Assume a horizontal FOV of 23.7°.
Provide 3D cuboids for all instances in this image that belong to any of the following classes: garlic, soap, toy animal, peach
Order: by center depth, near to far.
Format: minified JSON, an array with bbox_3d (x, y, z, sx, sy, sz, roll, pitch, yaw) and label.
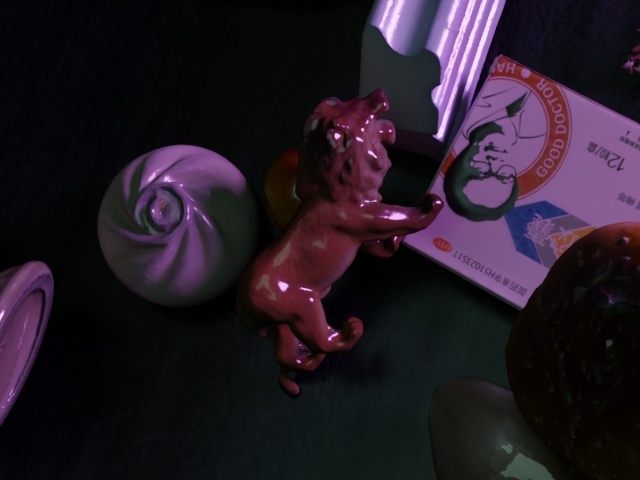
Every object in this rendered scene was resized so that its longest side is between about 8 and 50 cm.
[{"bbox_3d":[0.225,0.246,1.425,0.318,0.112,0.143,33,77,9],"label":"garlic"},{"bbox_3d":[0.000,0.000,1.480,0.157,0.097,0.312,32,97,-14],"label":"toy animal"},{"bbox_3d":[0.123,-0.245,1.552,0.095,0.173,0.290,16,78,18],"label":"soap"},{"bbox_3d":[-0.013,-0.047,1.560,0.100,0.101,0.101,-4,73,12],"label":"peach"}]

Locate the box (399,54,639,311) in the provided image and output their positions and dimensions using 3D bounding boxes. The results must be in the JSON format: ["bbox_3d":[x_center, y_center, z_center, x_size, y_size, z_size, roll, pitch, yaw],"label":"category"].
[{"bbox_3d":[0.278,-0.007,1.475,0.353,0.069,0.214,31,98,21],"label":"box"}]

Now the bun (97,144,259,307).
[{"bbox_3d":[-0.150,-0.020,1.575,0.172,0.120,0.173,-3,73,10],"label":"bun"}]

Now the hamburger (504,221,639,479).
[{"bbox_3d":[0.289,0.103,1.317,0.286,0.146,0.243,-17,72,47],"label":"hamburger"}]

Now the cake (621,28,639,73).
[{"bbox_3d":[0.439,-0.226,1.518,0.287,0.098,0.135,-11,72,5],"label":"cake"}]

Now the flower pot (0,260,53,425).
[{"bbox_3d":[-0.418,0.076,1.524,0.244,0.307,0.307,21,79,2],"label":"flower pot"}]
